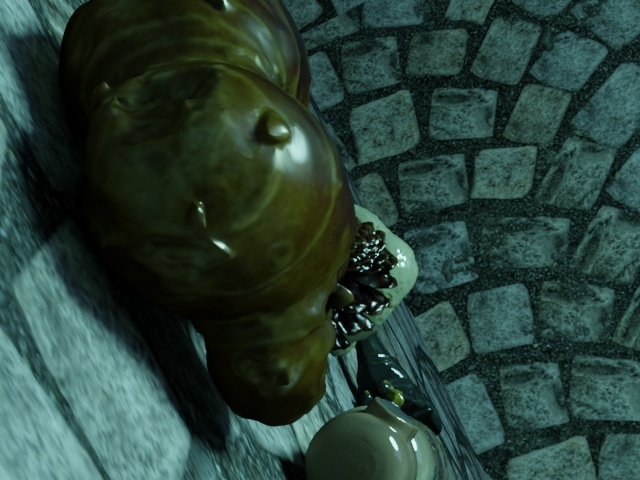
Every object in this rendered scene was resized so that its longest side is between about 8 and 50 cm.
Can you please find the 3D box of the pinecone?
[{"bbox_3d":[-0.003,0.035,1.287,0.140,0.140,0.121,-106,-159,-63],"label":"pinecone"}]

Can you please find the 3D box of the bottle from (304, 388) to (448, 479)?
[{"bbox_3d":[0.046,0.172,1.131,0.097,0.110,0.209,33,-3,14],"label":"bottle"}]

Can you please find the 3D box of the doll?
[{"bbox_3d":[0.002,0.004,1.473,0.278,0.149,0.175,34,60,-54],"label":"doll"}]

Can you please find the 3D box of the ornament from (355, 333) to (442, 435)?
[{"bbox_3d":[0.061,0.118,1.734,0.236,0.080,0.202,66,9,30],"label":"ornament"}]

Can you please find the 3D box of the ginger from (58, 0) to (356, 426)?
[{"bbox_3d":[-0.058,-0.046,0.930,0.274,0.152,0.357,60,8,-36],"label":"ginger"}]
